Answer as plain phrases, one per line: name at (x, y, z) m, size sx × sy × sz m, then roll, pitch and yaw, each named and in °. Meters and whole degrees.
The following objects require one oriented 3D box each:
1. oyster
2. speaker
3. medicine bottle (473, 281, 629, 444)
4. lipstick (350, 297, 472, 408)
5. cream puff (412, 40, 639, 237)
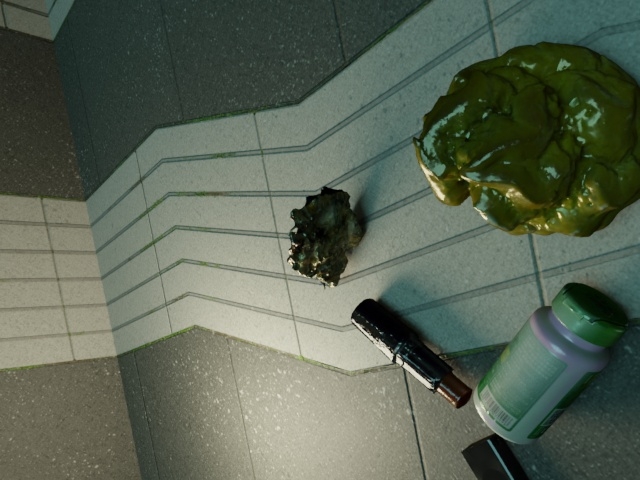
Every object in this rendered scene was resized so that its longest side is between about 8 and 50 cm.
oyster at (0.006, 0.003, 1.157) m, size 0.092 × 0.198 × 0.259 m, roll 39°, pitch 145°, yaw 29°
speaker at (0.363, 0.480, 1.012) m, size 0.082 × 0.044 × 0.218 m, roll -45°, pitch 67°, yaw 40°
medicine bottle at (0.374, 0.201, 0.881) m, size 0.133 × 0.133 × 0.274 m, roll 44°, pitch 127°, yaw 29°
lipstick at (0.183, 0.231, 1.111) m, size 0.300 × 0.081 × 0.081 m, roll 40°, pitch 124°, yaw 34°
cream puff at (0.301, -0.140, 0.802) m, size 0.324 × 0.257 × 0.291 m, roll 51°, pitch 133°, yaw 25°
